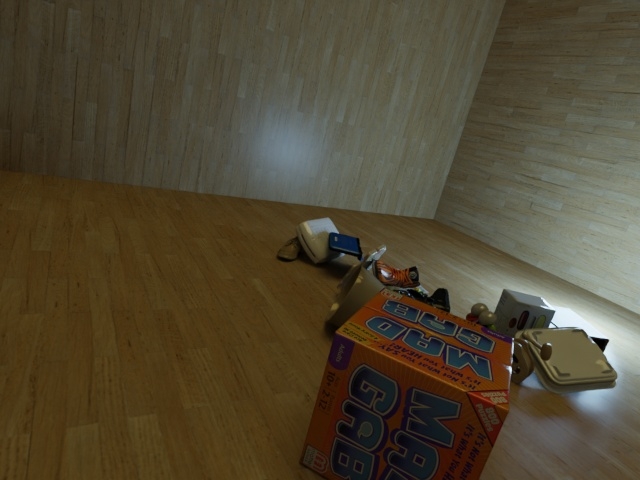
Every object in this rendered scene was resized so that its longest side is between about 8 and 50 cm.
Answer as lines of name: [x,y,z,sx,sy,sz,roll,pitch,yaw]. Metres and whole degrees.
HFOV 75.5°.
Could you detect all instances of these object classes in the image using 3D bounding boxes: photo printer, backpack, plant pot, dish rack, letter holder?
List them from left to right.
photo printer: [0.000,0.000,2.333,0.308,0.107,0.255,-15,72,-58]
plant pot: [0.204,0.275,1.596,0.274,0.256,0.256,32,17,0]
backpack: [0.318,0.261,1.849,0.152,0.115,0.182,21,-13,-25]
letter holder: [1.139,0.438,1.952,0.215,0.151,0.302,11,17,-4]
dish rack: [0.991,0.457,1.655,0.333,0.072,0.285,0,41,-12]

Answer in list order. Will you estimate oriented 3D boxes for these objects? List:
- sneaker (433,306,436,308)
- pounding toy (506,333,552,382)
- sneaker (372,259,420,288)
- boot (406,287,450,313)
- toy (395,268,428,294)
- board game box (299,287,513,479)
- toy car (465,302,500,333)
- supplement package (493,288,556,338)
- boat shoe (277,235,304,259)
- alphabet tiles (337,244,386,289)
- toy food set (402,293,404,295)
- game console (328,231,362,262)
sneaker: [0.500,0.350,1.821,0.221,0.086,0.128,-5,24,-45]
pounding toy: [0.755,0.453,1.617,0.270,0.154,0.155,3,5,44]
sneaker: [0.364,0.154,1.945,0.180,0.124,0.321,-12,-21,25]
boot: [0.525,0.280,2.049,0.207,0.094,0.246,19,23,3]
toy: [0.449,0.232,2.218,0.137,0.056,0.237,3,24,-42]
board game box: [0.218,0.380,1.003,0.357,0.355,0.356,20,18,22]
toy car: [0.706,0.380,1.833,0.136,0.159,0.182,-21,19,2]
supplement package: [0.939,0.363,1.932,0.194,0.203,0.149,13,16,-2]
boat shoe: [-0.153,0.031,2.302,0.109,0.098,0.302,18,17,14]
alphabet tiles: [0.199,0.131,1.944,0.278,0.284,0.021,-24,65,-45]
toy food set: [0.357,0.326,1.686,0.071,0.217,0.128,-29,18,-1]
game console: [0.151,0.092,2.222,0.251,0.173,0.293,14,16,-2]
